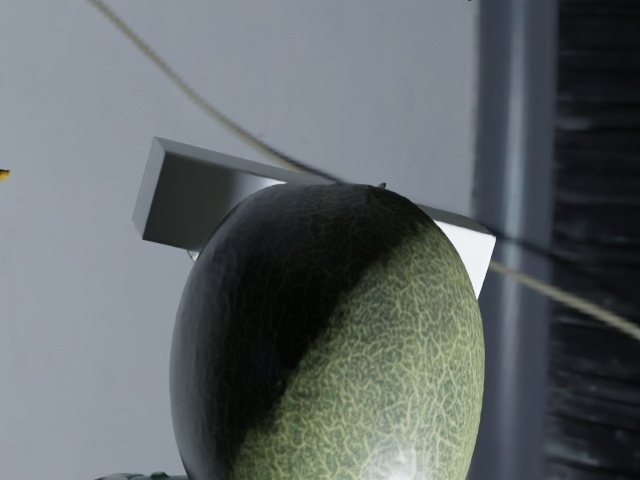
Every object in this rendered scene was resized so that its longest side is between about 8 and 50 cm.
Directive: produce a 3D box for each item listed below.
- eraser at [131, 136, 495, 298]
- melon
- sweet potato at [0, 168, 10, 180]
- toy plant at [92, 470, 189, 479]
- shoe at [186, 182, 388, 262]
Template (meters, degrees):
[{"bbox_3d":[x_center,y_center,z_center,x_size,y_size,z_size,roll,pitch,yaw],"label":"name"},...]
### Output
[{"bbox_3d":[-0.006,-0.011,1.538,0.298,0.076,0.078,14,99,-16],"label":"eraser"},{"bbox_3d":[0.003,0.108,1.355,0.237,0.237,0.301,2,90,-39],"label":"melon"},{"bbox_3d":[-0.326,-0.044,1.708,0.115,0.026,0.026,-60,136,-63],"label":"sweet potato"},{"bbox_3d":[-0.169,0.265,1.628,0.232,0.243,0.112,-7,84,-48],"label":"toy plant"},{"bbox_3d":[0.000,0.000,2.127,0.342,0.132,0.210,35,109,-16],"label":"shoe"}]
